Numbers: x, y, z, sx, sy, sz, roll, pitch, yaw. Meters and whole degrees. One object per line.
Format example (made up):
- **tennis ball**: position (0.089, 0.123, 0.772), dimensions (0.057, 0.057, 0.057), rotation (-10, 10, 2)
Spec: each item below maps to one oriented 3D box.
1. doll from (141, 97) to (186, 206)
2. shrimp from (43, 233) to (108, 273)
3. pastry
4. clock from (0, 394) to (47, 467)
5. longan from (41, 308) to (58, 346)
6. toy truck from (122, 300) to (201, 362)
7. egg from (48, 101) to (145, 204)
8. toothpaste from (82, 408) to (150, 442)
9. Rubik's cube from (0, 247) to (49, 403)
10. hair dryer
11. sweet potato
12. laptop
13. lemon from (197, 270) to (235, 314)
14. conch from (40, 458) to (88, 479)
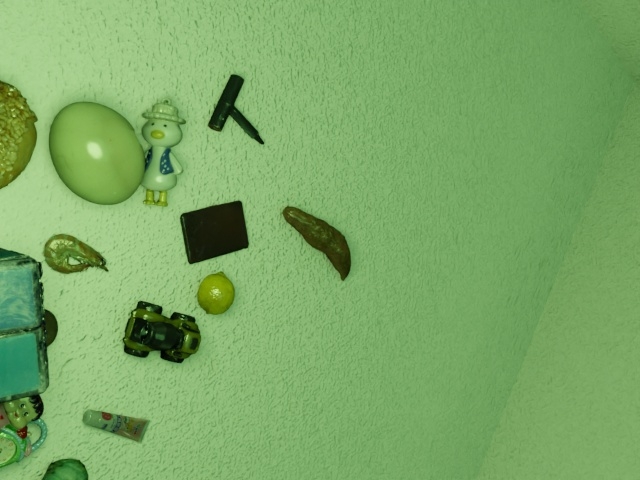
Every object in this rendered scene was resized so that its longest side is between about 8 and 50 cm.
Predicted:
- **doll**: position (-0.431, -0.239, 1.892), dimensions (0.119, 0.138, 0.293), rotation (-6, 104, -77)
- **shrimp**: position (-0.631, 0.048, 1.819), dimensions (0.180, 0.041, 0.099), rotation (29, 79, -36)
- **pastry**: position (-0.788, -0.239, 1.576), dimensions (0.316, 0.184, 0.284), rotation (-42, 119, -27)
- **clock**: position (-0.773, 0.457, 1.724), dimensions (0.195, 0.100, 0.194), rotation (-27, 115, -29)
- **longan**: position (-0.709, 0.214, 1.742), dimensions (0.106, 0.106, 0.119), rotation (-31, 115, -31)
- **toy truck**: position (-0.421, 0.263, 1.924), dimensions (0.224, 0.165, 0.147), rotation (22, 81, -37)
- **egg**: position (-0.552, -0.215, 1.739), dimensions (0.219, 0.219, 0.269), rotation (-33, 126, -30)
- **toothpaste**: position (-0.560, 0.506, 1.928), dimensions (0.194, 0.043, 0.067), rotation (30, 74, -41)
- **Rubik's cube**: position (-0.806, 0.186, 1.531), dimensions (0.318, 0.313, 0.316), rotation (-6, 99, -38)
- **hair dryer**: position (-0.225, -0.371, 2.082), dimensions (0.195, 0.050, 0.173), rotation (31, 78, -40)
- **sweet potato**: position (0.013, -0.007, 2.272), dimensions (0.106, 0.095, 0.354), rotation (-40, 122, 4)
- **laptop**: position (-0.311, -0.027, 2.066), dimensions (0.207, 0.026, 0.154), rotation (-17, 103, -36)
- **lemon**: position (-0.303, 0.154, 2.038), dimensions (0.109, 0.109, 0.133), rotation (27, 73, -36)
- **conch**: position (-0.677, 0.672, 1.807), dimensions (0.176, 0.122, 0.188), rotation (14, 90, -62)
